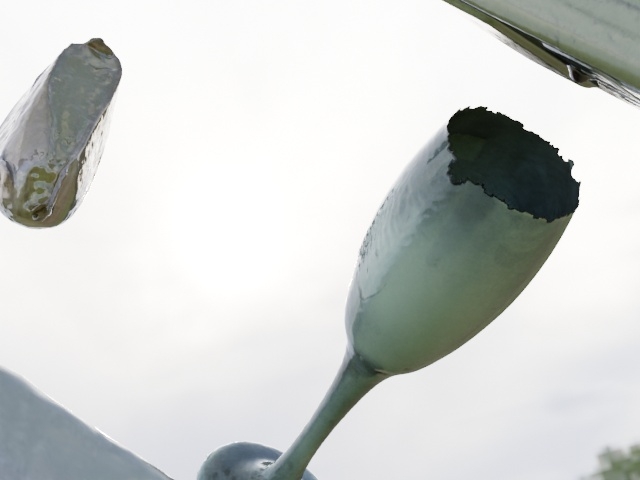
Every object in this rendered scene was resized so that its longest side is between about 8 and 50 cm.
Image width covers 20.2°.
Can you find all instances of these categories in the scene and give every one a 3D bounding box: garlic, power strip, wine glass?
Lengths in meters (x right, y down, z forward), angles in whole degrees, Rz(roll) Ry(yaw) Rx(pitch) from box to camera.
[{"bbox_3d":[-0.217,-0.070,1.424,0.087,0.195,0.101,27,-48,-8],"label":"garlic"},{"bbox_3d":[0.090,-0.051,0.508,0.076,0.169,0.028,24,-82,-45],"label":"power strip"},{"bbox_3d":[0.000,0.000,1.082,0.096,0.264,0.309,1,-44,-37],"label":"wine glass"}]

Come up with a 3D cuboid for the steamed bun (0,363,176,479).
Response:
[{"bbox_3d":[-0.208,0.192,0.642,0.342,0.367,0.255,-37,-61,28],"label":"steamed bun"}]
